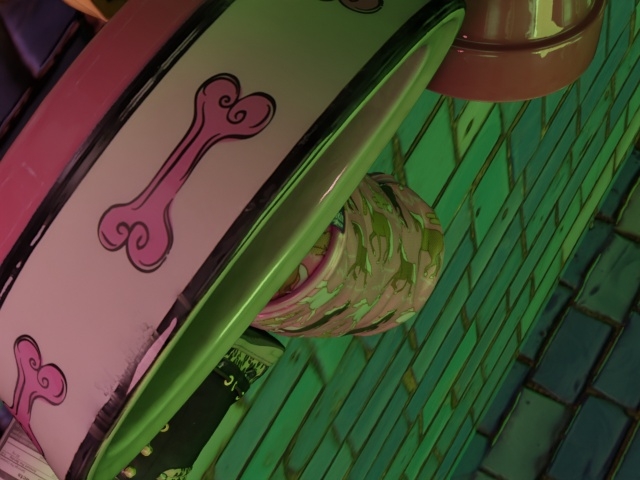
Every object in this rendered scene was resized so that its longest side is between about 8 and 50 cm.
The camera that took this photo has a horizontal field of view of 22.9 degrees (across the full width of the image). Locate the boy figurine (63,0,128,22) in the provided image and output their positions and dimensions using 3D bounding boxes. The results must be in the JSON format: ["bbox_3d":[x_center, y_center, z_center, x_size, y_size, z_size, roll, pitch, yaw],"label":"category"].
[{"bbox_3d":[-0.118,-0.246,0.886,0.177,0.092,0.285,-26,145,-46],"label":"boy figurine"}]

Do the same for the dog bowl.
[{"bbox_3d":[-0.085,-0.034,1.035,0.408,0.150,0.408,-51,175,-6],"label":"dog bowl"}]

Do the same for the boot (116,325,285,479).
[{"bbox_3d":[-0.138,0.132,1.359,0.179,0.085,0.236,-56,152,4],"label":"boot"}]

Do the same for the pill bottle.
[{"bbox_3d":[-0.212,0.169,1.217,0.137,0.078,0.078,-61,161,-10],"label":"pill bottle"}]

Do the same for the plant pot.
[{"bbox_3d":[0.141,-0.242,1.291,0.201,0.201,0.180,-48,152,-39],"label":"plant pot"}]

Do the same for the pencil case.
[{"bbox_3d":[0.000,0.000,1.452,0.167,0.160,0.386,-35,165,11],"label":"pencil case"}]
